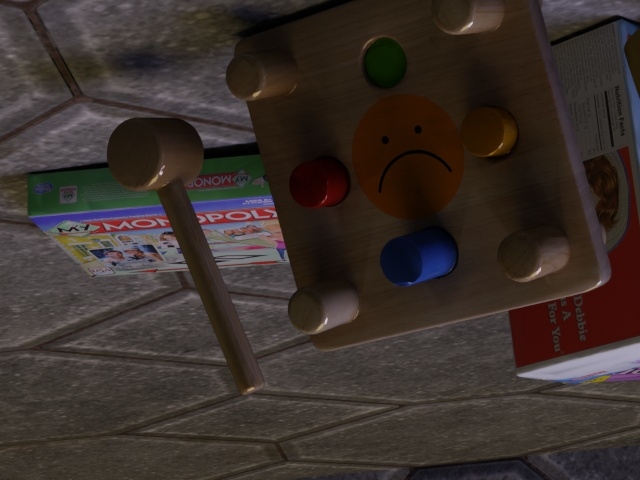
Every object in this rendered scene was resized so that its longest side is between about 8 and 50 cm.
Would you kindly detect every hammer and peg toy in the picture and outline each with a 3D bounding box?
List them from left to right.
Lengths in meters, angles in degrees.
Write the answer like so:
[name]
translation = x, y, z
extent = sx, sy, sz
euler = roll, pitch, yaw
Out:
[hammer and peg toy]
translation = 0.029, -0.043, 1.479
extent = 0.361, 0.266, 0.127
euler = -16, 180, 31

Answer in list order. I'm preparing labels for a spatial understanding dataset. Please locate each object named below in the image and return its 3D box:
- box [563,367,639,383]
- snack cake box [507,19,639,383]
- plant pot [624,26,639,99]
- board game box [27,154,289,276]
[box]
translation = 0.422, 0.088, 2.347
extent = 0.214, 0.117, 0.243
euler = -2, 165, -14
[snack cake box]
translation = 0.225, -0.028, 1.583
extent = 0.152, 0.264, 0.089
euler = -18, 161, 40
[plant pot]
translation = 0.346, -0.109, 1.400
extent = 0.212, 0.187, 0.212
euler = -44, 151, 17
[board game box]
translation = -0.097, -0.024, 1.861
extent = 0.317, 0.046, 0.213
euler = -4, 163, 9
